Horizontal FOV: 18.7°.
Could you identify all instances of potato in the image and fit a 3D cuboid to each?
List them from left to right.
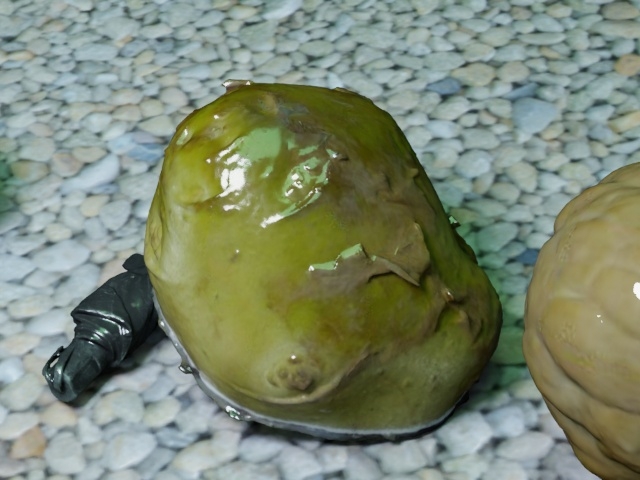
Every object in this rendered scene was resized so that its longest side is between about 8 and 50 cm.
[{"bbox_3d":[0.000,0.000,1.497,0.299,0.196,0.246,39,54,22],"label":"potato"}]

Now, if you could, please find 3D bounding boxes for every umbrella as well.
[{"bbox_3d":[-0.145,0.047,1.592,0.066,0.059,0.236,4,37,36],"label":"umbrella"}]

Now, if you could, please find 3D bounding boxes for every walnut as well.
[{"bbox_3d":[0.291,0.066,1.384,0.296,0.285,0.285,14,27,-39],"label":"walnut"}]
